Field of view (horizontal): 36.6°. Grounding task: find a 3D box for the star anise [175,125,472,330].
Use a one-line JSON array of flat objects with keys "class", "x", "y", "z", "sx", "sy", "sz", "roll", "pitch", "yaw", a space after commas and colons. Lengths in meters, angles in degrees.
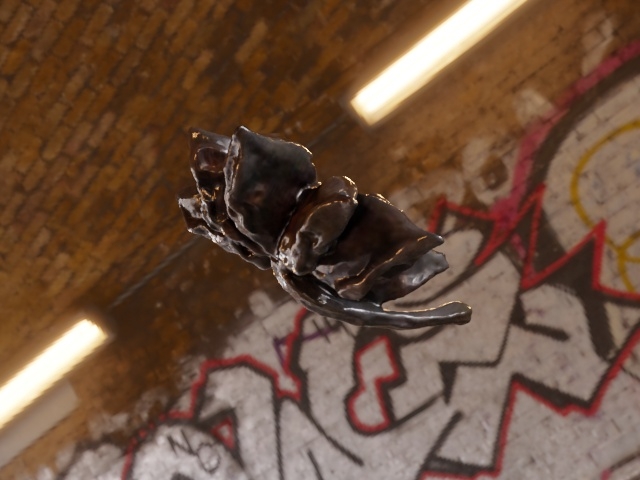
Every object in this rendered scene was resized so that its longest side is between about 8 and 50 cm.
[{"class": "star anise", "x": 0.000, "y": 0.001, "z": 0.659, "sx": 0.089, "sy": 0.231, "sz": 0.209, "roll": -58, "pitch": -8, "yaw": -6}]
